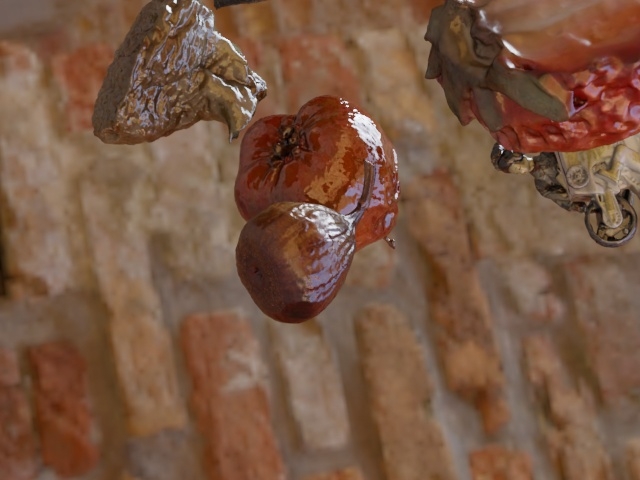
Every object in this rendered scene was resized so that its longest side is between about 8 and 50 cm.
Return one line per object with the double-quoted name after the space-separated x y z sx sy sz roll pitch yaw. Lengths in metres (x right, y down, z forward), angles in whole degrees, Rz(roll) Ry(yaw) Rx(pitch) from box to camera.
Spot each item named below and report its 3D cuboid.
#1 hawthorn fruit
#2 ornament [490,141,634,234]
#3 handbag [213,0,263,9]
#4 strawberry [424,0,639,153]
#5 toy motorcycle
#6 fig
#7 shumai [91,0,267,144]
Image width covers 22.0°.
0.021 -0.059 2.038 0.243 0.207 0.207 40 20 -39 "hawthorn fruit"
0.339 -0.105 2.318 0.153 0.196 0.166 -83 177 -68 "ornament"
-0.019 -0.367 2.143 0.270 0.175 0.088 -40 111 -53 "handbag"
0.263 -0.200 1.507 0.265 0.336 0.149 45 -21 43 "strawberry"
0.349 -0.108 1.949 0.074 0.151 0.228 85 -15 -75 "toy motorcycle"
0.000 0.000 1.871 0.134 0.201 0.146 57 -33 -5 "fig"
-0.157 -0.177 1.911 0.206 0.175 0.166 -59 -166 -3 "shumai"
